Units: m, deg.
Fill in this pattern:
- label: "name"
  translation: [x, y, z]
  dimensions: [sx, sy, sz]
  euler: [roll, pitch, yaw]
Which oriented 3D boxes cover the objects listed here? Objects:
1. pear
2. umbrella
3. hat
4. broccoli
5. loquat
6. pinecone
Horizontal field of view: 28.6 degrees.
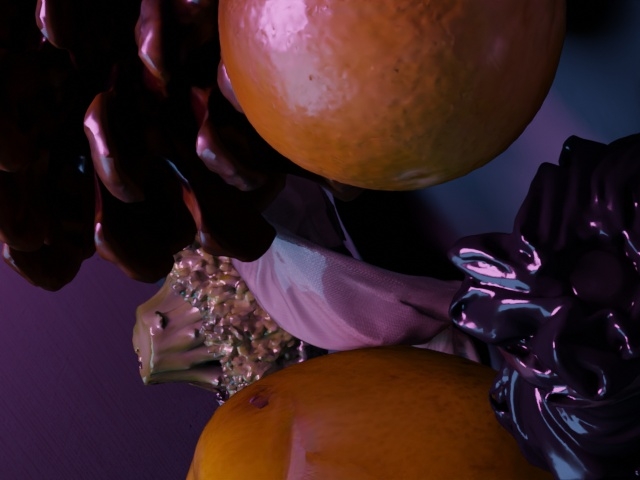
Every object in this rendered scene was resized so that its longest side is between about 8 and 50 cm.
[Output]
- label: "pear"
  translation: [0.075, 0.195, 0.765]
  dimensions: [0.285, 0.336, 0.284]
  euler: [22, 115, 61]
- label: "umbrella"
  translation: [0.131, 0.062, 0.567]
  dimensions: [0.272, 0.122, 0.110]
  euler: [67, -154, -59]
- label: "hat"
  translation: [0.001, 0.037, 0.909]
  dimensions: [0.219, 0.164, 0.226]
  euler: [47, 145, 35]
- label: "broccoli"
  translation: [-0.075, 0.071, 1.118]
  dimensions: [0.176, 0.226, 0.198]
  euler: [13, -165, -18]
- label: "loquat"
  translation: [0.028, -0.087, 0.477]
  dimensions: [0.141, 0.141, 0.141]
  euler: [51, 167, 16]
- label: "pinecone"
  translation: [-0.093, -0.085, 0.674]
  dimensions: [0.309, 0.244, 0.244]
  euler: [8, 141, 31]
